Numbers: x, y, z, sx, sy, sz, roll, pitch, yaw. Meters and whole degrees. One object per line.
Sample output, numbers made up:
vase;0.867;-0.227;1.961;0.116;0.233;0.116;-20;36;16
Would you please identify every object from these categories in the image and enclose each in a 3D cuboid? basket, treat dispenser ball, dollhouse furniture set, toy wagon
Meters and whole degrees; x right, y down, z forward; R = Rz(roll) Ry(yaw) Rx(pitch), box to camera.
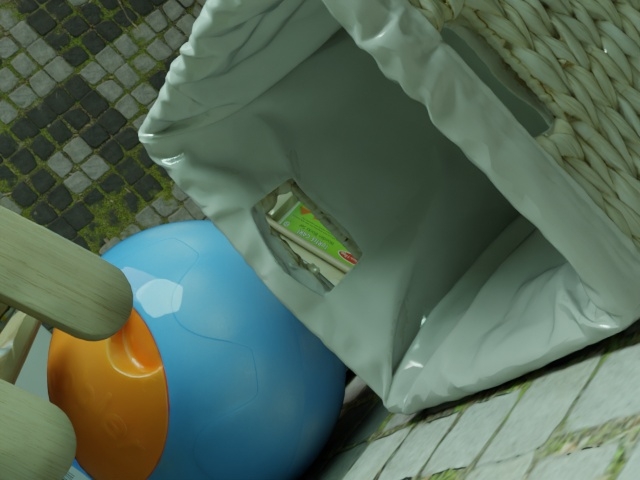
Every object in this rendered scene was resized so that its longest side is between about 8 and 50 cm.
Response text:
basket;0.092;-0.093;0.797;0.266;0.328;0.331;-45;2;-28
treat dispenser ball;-0.118;0.124;1.047;0.288;0.288;0.288;-45;3;3
dollhouse furniture set;-0.280;0.243;0.853;0.362;0.256;0.394;-41;26;46
toy wagon;0.000;0.000;1.557;0.344;0.267;0.068;-47;-33;-19

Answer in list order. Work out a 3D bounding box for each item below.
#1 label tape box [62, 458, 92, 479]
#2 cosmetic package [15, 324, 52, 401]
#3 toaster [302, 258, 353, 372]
label tape box;-0.392;0.389;1.297;0.334;0.106;0.240;-54;1;13
cosmetic package;-0.490;0.342;2.139;0.156;0.385;0.217;-47;4;-21
toaster;-0.021;0.106;1.300;0.129;0.146;0.227;-46;4;-7
